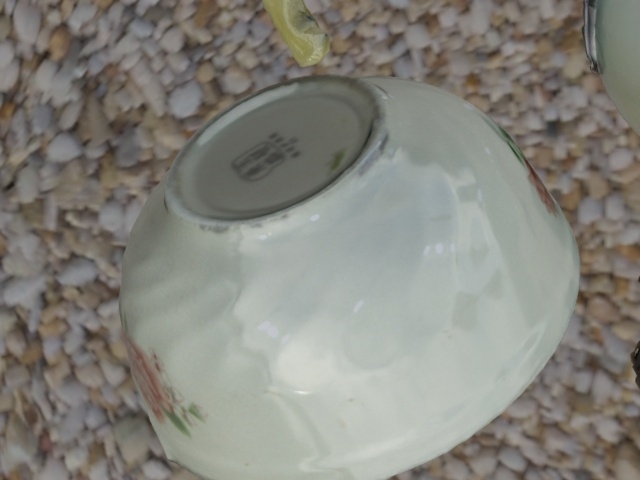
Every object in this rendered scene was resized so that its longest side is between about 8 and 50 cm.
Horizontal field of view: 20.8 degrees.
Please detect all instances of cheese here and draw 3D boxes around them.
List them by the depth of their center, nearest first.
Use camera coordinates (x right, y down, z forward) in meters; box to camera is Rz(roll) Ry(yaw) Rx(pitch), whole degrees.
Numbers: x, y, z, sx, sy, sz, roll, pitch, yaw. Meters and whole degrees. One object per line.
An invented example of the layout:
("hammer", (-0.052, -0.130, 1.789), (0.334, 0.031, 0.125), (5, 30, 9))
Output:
("cheese", (-0.020, -0.199, 1.592), (0.030, 0.044, 0.083), (-22, 76, -38))

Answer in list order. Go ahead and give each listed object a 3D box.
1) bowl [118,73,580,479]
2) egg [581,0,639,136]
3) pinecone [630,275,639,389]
("bowl", (0.000, 0.000, 1.004), (0.277, 0.277, 0.145), (-31, 126, -9))
("egg", (0.488, -0.210, 1.695), (0.354, 0.340, 0.354), (-8, 108, -25))
("pinecone", (0.405, 0.119, 1.620), (0.257, 0.243, 0.243), (22, 86, 5))
